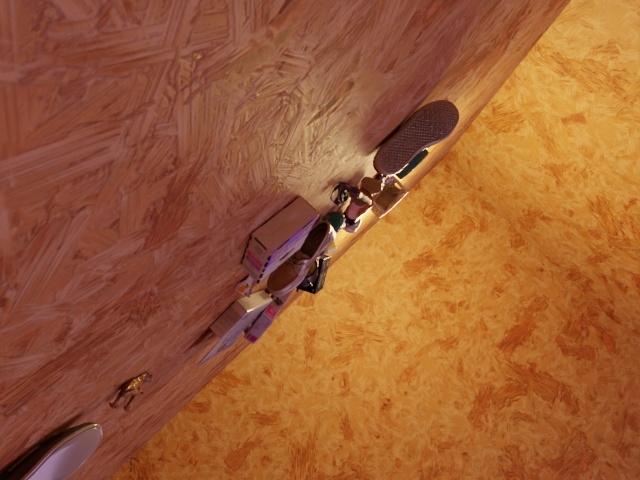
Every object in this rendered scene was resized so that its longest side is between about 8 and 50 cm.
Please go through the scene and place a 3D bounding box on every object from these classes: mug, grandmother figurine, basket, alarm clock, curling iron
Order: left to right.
[{"bbox_3d":[-0.070,0.090,1.694,0.064,0.129,0.192,89,8,-48],"label":"alarm clock"},{"bbox_3d":[0.029,0.028,2.245,0.064,0.078,0.062,-28,-163,-39],"label":"mug"},{"bbox_3d":[0.102,-0.137,1.505,0.068,0.035,0.274,-57,158,14],"label":"curling iron"},{"bbox_3d":[0.131,-0.110,1.801,0.208,0.104,0.342,-34,168,-13],"label":"grandmother figurine"},{"bbox_3d":[0.297,-0.195,2.199,0.167,0.113,0.103,-42,175,-16],"label":"basket"},{"bbox_3d":[0.272,-0.277,1.593,0.129,0.097,0.158,-46,-175,-10],"label":"mug"}]

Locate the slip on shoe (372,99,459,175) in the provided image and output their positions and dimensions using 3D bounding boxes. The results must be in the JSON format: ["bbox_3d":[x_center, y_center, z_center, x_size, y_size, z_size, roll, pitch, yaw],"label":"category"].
[{"bbox_3d":[0.285,-0.313,1.466,0.331,0.123,0.101,-41,-171,-10],"label":"slip on shoe"}]

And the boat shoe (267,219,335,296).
[{"bbox_3d":[-0.070,0.054,1.581,0.302,0.109,0.098,-47,165,-4],"label":"boat shoe"}]

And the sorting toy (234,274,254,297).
[{"bbox_3d":[-0.217,0.128,1.442,0.075,0.045,0.083,-63,176,-10],"label":"sorting toy"}]

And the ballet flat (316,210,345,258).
[{"bbox_3d":[0.000,0.000,1.677,0.241,0.091,0.077,-45,169,-4],"label":"ballet flat"}]

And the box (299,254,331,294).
[{"bbox_3d":[-0.029,0.137,2.090,0.158,0.093,0.156,-11,116,-77],"label":"box"}]

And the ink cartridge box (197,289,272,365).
[{"bbox_3d":[-0.318,0.305,1.747,0.261,0.066,0.296,-46,173,8],"label":"ink cartridge box"}]

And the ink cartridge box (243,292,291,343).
[{"bbox_3d":[-0.197,0.273,2.028,0.186,0.065,0.311,-50,-173,39],"label":"ink cartridge box"}]

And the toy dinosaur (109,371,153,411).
[{"bbox_3d":[-0.510,0.399,1.279,0.112,0.064,0.211,-62,-177,-1],"label":"toy dinosaur"}]

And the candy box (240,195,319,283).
[{"bbox_3d":[-0.104,0.002,1.185,0.165,0.070,0.196,-41,172,-29],"label":"candy box"}]

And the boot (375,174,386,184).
[{"bbox_3d":[0.244,-0.242,1.922,0.118,0.042,0.087,-47,170,-53],"label":"boot"}]

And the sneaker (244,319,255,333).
[{"bbox_3d":[-0.323,0.409,2.270,0.086,0.085,0.237,-48,173,-14],"label":"sneaker"}]

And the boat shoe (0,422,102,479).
[{"bbox_3d":[-0.646,0.516,1.064,0.335,0.095,0.112,-42,138,-52],"label":"boat shoe"}]

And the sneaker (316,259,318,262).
[{"bbox_3d":[-0.042,0.079,1.803,0.279,0.118,0.107,-42,173,-19],"label":"sneaker"}]
